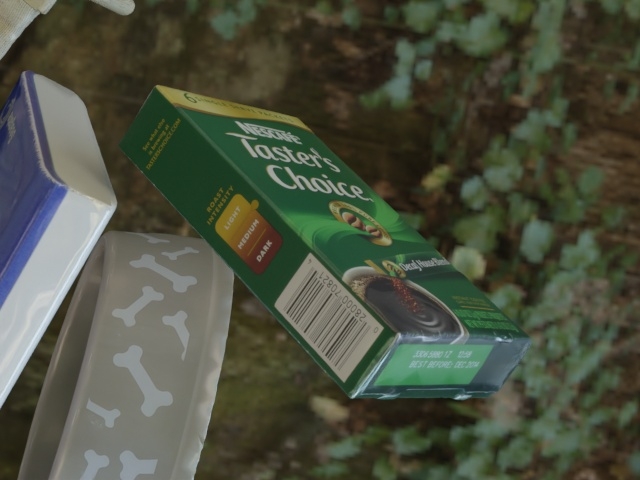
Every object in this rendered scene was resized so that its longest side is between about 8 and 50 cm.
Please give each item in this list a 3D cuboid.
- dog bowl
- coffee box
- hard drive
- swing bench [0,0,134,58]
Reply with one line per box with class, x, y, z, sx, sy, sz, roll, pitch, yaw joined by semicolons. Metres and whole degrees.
dog bowl;-0.176;0.150;1.227;0.349;0.102;0.348;-164;-90;-76
coffee box;0.000;0.000;0.677;0.113;0.184;0.040;8;121;-51
hard drive;-0.213;0.076;0.785;0.318;0.040;0.210;-59;-158;11
swing bench;-0.328;-0.169;1.282;0.253;0.165;0.255;-47;178;12
